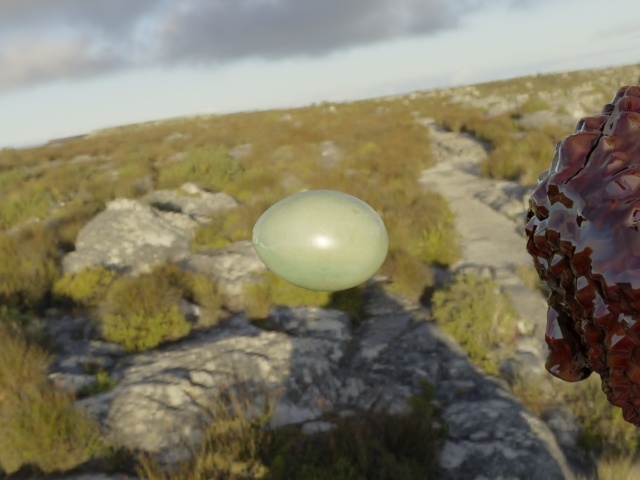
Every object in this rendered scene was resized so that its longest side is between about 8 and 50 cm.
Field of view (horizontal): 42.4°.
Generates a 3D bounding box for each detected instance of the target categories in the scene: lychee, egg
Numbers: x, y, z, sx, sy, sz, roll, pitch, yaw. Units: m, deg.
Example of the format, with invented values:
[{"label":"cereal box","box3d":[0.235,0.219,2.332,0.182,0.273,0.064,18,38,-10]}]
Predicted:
[{"label":"lychee","box3d":[0.321,0.012,0.678,0.330,0.306,0.306,-34,4,15]},{"label":"egg","box3d":[0.000,0.000,0.922,0.152,0.114,0.114,4,9,-5]}]
